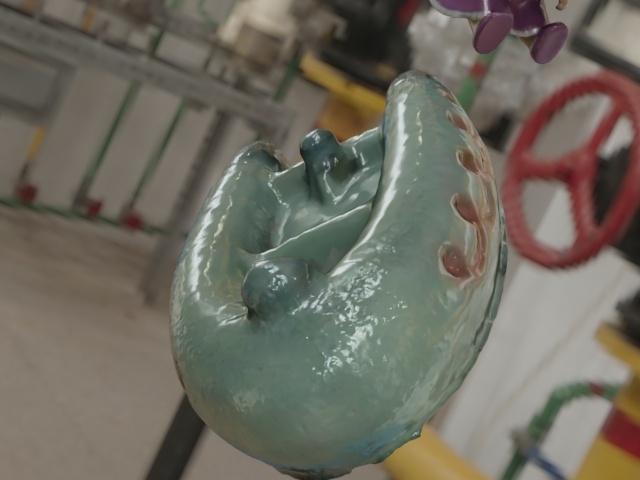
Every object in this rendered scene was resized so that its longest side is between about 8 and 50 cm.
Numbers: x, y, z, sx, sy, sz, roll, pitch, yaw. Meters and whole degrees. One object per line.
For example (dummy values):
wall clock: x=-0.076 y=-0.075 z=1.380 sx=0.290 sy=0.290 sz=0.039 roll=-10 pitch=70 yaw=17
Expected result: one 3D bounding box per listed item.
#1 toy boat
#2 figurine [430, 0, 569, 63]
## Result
toy boat: x=0.000 y=0.000 z=0.740 sx=0.079 sy=0.134 sz=0.208 roll=59 pitch=21 yaw=-29
figurine: x=0.103 y=-0.173 z=0.870 sx=0.095 sy=0.156 sz=0.115 roll=0 pitch=45 yaw=-37
